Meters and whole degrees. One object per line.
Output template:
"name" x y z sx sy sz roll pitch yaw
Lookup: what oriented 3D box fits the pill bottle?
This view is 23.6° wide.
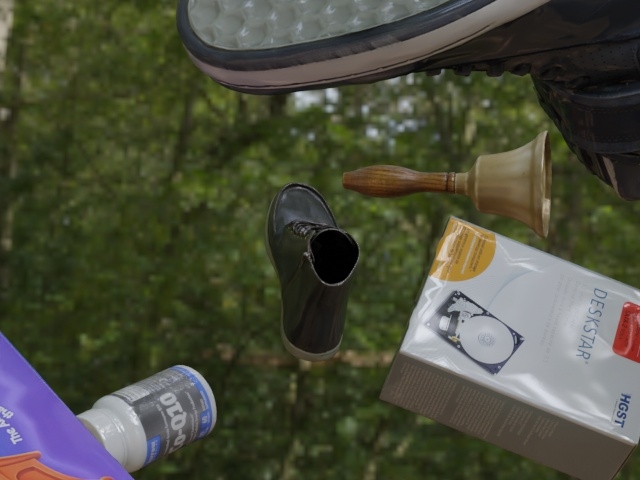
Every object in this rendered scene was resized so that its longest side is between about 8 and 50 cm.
"pill bottle" -0.173 0.176 1.471 0.078 0.078 0.137 -14 6 45

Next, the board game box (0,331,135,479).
"board game box" -0.157 0.186 0.603 0.078 0.233 0.347 -21 -43 -36

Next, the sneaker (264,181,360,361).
"sneaker" 0.000 0.000 1.519 0.083 0.222 0.118 3 -44 -15

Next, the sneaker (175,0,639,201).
"sneaker" 0.068 -0.067 0.568 0.226 0.086 0.163 -19 -36 -5

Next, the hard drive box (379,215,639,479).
"hard drive box" 0.196 0.104 1.458 0.232 0.181 0.089 21 -39 2

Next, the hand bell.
"hand bell" 0.145 -0.066 1.799 0.242 0.126 0.126 1 -14 13
